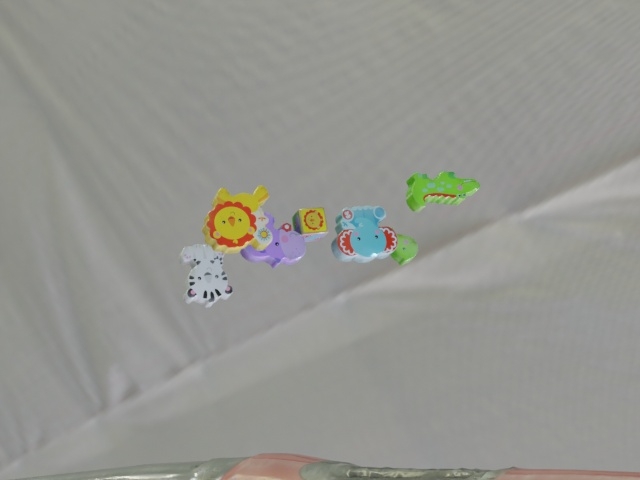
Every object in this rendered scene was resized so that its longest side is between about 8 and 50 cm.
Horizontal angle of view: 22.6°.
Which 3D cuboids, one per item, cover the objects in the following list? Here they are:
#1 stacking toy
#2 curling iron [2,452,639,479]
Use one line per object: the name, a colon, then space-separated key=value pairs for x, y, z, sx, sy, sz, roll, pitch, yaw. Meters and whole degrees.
stacking toy: x=0.000 y=0.000 z=1.289 sx=0.167 sy=0.221 sz=0.052 roll=131 pitch=-49 yaw=-68
curling iron: x=-0.015 y=0.082 z=0.400 sx=0.274 sy=0.035 sz=0.068 roll=2 pitch=-101 yaw=30
